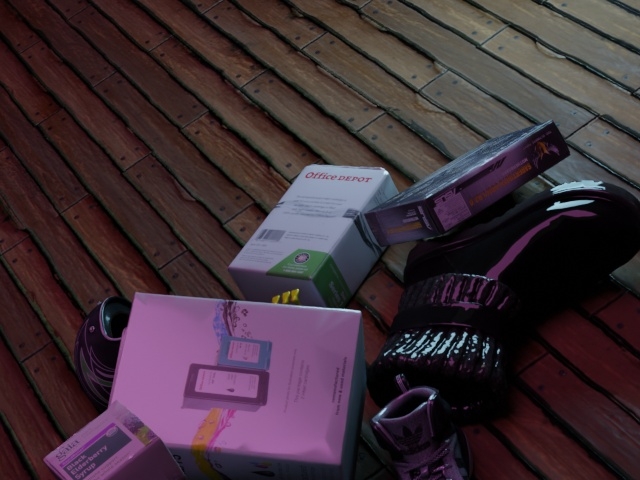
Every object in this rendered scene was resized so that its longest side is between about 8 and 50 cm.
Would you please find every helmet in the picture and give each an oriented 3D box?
[{"bbox_3d":[-0.251,0.162,2.191,0.162,0.169,0.169,4,44,17],"label":"helmet"}]

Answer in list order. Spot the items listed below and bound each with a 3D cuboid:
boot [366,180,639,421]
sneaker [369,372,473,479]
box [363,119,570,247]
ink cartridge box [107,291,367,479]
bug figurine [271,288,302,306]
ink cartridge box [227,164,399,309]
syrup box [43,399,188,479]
[{"bbox_3d":[0.231,0.081,1.973,0.348,0.131,0.260,-23,26,28],"label":"boot"},{"bbox_3d":[0.120,0.265,1.801,0.101,0.153,0.268,-24,34,9],"label":"sneaker"},{"bbox_3d":[0.194,-0.074,2.174,0.231,0.056,0.183,-31,6,-24],"label":"box"},{"bbox_3d":[-0.093,0.199,1.890,0.270,0.198,0.197,5,59,7],"label":"ink cartridge box"},{"bbox_3d":[-0.084,0.199,2.110,0.216,0.072,0.279,-16,40,29],"label":"bug figurine"},{"bbox_3d":[0.000,0.000,2.286,0.160,0.092,0.219,7,48,41],"label":"ink cartridge box"},{"bbox_3d":[-0.164,0.279,1.593,0.093,0.237,0.096,-39,36,-16],"label":"syrup box"}]
